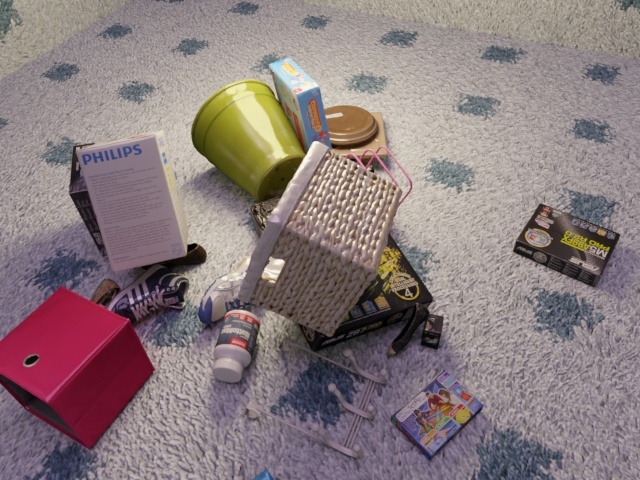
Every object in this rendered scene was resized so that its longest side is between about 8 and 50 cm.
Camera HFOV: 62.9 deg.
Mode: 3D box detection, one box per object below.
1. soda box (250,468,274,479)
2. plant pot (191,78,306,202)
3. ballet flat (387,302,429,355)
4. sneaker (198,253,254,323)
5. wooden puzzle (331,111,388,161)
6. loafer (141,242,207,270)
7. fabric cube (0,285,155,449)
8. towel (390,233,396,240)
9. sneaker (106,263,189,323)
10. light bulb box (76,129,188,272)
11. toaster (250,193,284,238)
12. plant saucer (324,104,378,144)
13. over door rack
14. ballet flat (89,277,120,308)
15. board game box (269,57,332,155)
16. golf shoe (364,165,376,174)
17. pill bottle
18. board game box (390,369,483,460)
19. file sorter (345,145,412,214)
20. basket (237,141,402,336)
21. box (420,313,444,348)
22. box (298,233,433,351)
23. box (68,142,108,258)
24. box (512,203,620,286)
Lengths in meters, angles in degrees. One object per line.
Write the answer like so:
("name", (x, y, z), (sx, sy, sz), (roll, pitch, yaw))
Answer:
("soda box", (-0.188, 0.618, 1.182), (0.210, 0.067, 0.071), (-29, 52, -22))
("plant pot", (-0.224, -0.327, 1.912), (0.366, 0.366, 0.353), (-28, 64, -22))
("ballet flat", (0.239, 0.249, 1.470), (0.049, 0.057, 0.173), (35, 94, -9))
("sneaker", (-0.236, 0.155, 1.589), (0.131, 0.112, 0.296), (28, 55, 26))
("wooden puzzle", (0.100, -0.412, 2.131), (0.322, 0.080, 0.348), (-1, 42, 1))
("loafer", (-0.491, 0.041, 1.728), (0.220, 0.078, 0.080), (-11, 47, -8))
("fabric cube", (-0.634, 0.323, 1.350), (0.254, 0.259, 0.258), (20, 51, 22))
("towel", (0.068, 0.023, 1.667), (0.312, 0.056, 0.324), (27, 50, 0))
("sneaker", (-0.516, 0.191, 1.577), (0.153, 0.099, 0.282), (18, 47, 21))
("light bulb box", (-0.561, -0.140, 1.627), (0.225, 0.361, 0.358), (-14, 16, -10))
("toaster", (-0.143, -0.060, 1.785), (0.185, 0.110, 0.168), (-22, 49, -17))
("plant saucer", (0.093, -0.473, 2.110), (0.277, 0.041, 0.278), (-2, 43, 2))
("over door rack", (-0.010, 0.389, 1.361), (0.324, 0.108, 0.239), (16, 49, 17))
("ballet flat", (-0.683, 0.204, 1.597), (0.067, 0.073, 0.206), (22, 54, 3))
("board game box", (-0.069, -0.465, 1.916), (0.086, 0.308, 0.302), (-23, 43, -10))
("golf shoe", (0.127, -0.162, 1.892), (0.120, 0.105, 0.273), (-4, 39, 22))
("pill bottle", (-0.238, 0.295, 1.460), (0.108, 0.108, 0.180), (4, 48, 7))
("board game box", (0.299, 0.442, 1.343), (0.201, 0.035, 0.136), (-32, 53, -24))
("file sorter", (0.116, -0.163, 1.671), (0.290, 0.182, 0.202), (-21, 68, -32))
("basket", (0.000, 0.000, 1.302), (0.266, 0.328, 0.331), (26, 46, -3))
("box", (0.316, 0.257, 1.483), (0.052, 0.083, 0.062), (11, 49, 13))
("box", (0.084, 0.115, 1.514), (0.395, 0.097, 0.318), (-12, 55, -29))
("box", (-0.737, -0.128, 1.744), (0.076, 0.307, 0.242), (-13, 49, -9))
("box", (0.801, 0.008, 1.708), (0.270, 0.060, 0.216), (27, 53, 26))
